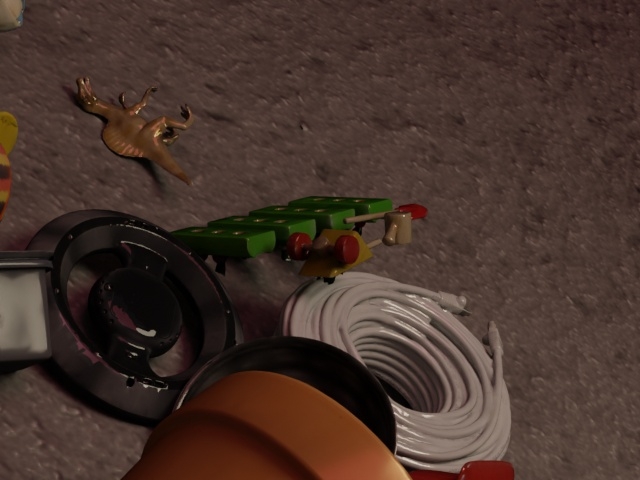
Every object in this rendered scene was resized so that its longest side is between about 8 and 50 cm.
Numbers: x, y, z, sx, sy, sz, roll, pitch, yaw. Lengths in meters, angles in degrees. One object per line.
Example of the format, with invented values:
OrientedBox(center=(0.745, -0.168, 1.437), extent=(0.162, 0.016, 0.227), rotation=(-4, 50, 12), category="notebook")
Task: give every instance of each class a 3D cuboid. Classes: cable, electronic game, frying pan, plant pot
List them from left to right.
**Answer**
OrientedBox(center=(-0.169, 0.067, 1.555), extent=(0.229, 0.048, 0.229), rotation=(23, 42, -23), category="electronic game")
OrientedBox(center=(-0.068, 0.266, 1.209), extent=(0.203, 0.291, 0.291), rotation=(-30, 69, -38), category="plant pot")
OrientedBox(center=(0.006, 0.217, 1.450), extent=(0.197, 0.053, 0.326), rotation=(-32, 62, -18), category="frying pan")
OrientedBox(center=(0.065, 0.139, 1.649), extent=(0.257, 0.089, 0.257), rotation=(21, 36, -21), category="cable")

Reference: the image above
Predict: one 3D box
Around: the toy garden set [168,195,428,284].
OrientedBox(center=(0.000, 0.000, 1.720), extent=(0.204, 0.049, 0.244), rotation=(3, 12, 37), category="toy garden set")

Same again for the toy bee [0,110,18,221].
OrientedBox(center=(-0.351, -0.139, 1.518), extent=(0.298, 0.162, 0.195), rotation=(49, 12, 6), category="toy bee")

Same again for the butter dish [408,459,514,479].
OrientedBox(center=(0.087, 0.255, 1.478), extent=(0.118, 0.160, 0.160), rotation=(14, -1, 23), category="butter dish")

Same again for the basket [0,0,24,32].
OrientedBox(center=(-0.390, -0.337, 1.669), extent=(0.255, 0.201, 0.289), rotation=(62, 16, -44), category="basket")

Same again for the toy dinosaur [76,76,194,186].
OrientedBox(center=(-0.179, -0.108, 1.787), extent=(0.183, 0.053, 0.092), rotation=(40, 47, 20), category="toy dinosaur")

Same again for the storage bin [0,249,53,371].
OrientedBox(center=(-0.289, 0.064, 1.419), extent=(0.135, 0.098, 0.091), rotation=(1, 74, -44), category="storage bin")
